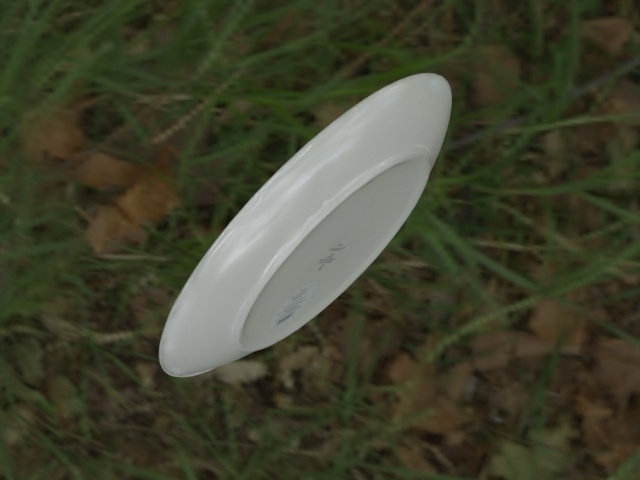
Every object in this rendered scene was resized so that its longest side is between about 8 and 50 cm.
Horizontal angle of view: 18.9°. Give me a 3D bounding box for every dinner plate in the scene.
[{"bbox_3d":[0.000,0.000,0.672,0.141,0.141,0.017,-41,74,-14],"label":"dinner plate"}]
